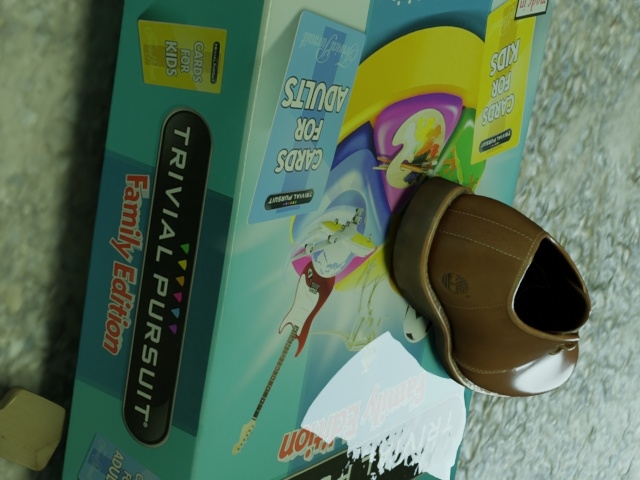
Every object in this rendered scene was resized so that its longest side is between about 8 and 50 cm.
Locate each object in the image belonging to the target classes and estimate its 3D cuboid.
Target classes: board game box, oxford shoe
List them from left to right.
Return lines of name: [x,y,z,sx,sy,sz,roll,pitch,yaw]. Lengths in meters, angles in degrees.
board game box: [0.000,0.000,0.870,0.254,0.079,0.336,-18,123,-53]
oxford shoe: [0.102,0.039,0.909,0.076,0.076,0.212,-66,154,-11]

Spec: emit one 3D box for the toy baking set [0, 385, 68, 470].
toy baking set: [-0.213,0.110,0.724,0.256,0.030,0.196,-44,142,-30]
